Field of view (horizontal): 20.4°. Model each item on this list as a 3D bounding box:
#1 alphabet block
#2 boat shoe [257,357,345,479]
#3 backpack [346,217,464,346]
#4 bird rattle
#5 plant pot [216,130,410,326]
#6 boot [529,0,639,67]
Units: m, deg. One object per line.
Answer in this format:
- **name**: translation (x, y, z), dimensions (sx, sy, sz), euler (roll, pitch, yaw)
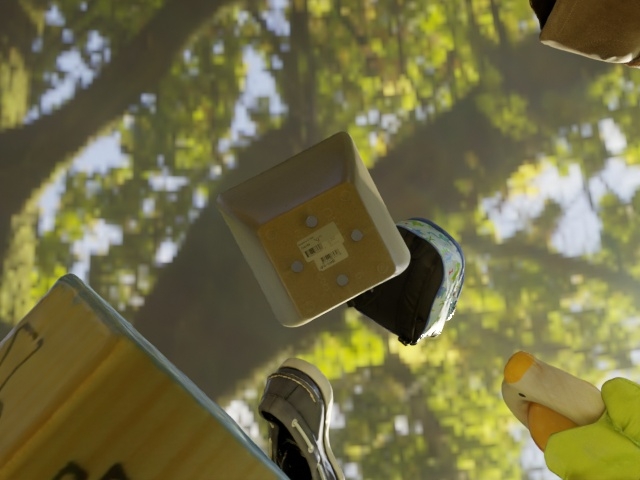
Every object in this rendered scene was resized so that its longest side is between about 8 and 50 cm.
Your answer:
- **alphabet block**: translation (-0.162, 0.170, 1.258), dimensions (0.197, 0.192, 0.193), euler (-47, -68, -4)
- **boat shoe**: translation (-0.026, 0.196, 1.555), dimensions (0.075, 0.065, 0.206), euler (19, -46, 25)
- **backpack**: translation (0.099, 0.036, 1.863), dimensions (0.084, 0.105, 0.114), euler (-18, -44, -52)
- **bird rattle**: translation (0.267, 0.181, 1.679), dimensions (0.207, 0.143, 0.253), euler (32, -6, 25)
- **plant pot**: translation (0.000, 0.000, 1.243), dimensions (0.109, 0.096, 0.109), euler (-27, -78, 0)
- **boot**: translation (0.248, -0.230, 1.302), dimensions (0.115, 0.112, 0.305), euler (4, -32, -16)
